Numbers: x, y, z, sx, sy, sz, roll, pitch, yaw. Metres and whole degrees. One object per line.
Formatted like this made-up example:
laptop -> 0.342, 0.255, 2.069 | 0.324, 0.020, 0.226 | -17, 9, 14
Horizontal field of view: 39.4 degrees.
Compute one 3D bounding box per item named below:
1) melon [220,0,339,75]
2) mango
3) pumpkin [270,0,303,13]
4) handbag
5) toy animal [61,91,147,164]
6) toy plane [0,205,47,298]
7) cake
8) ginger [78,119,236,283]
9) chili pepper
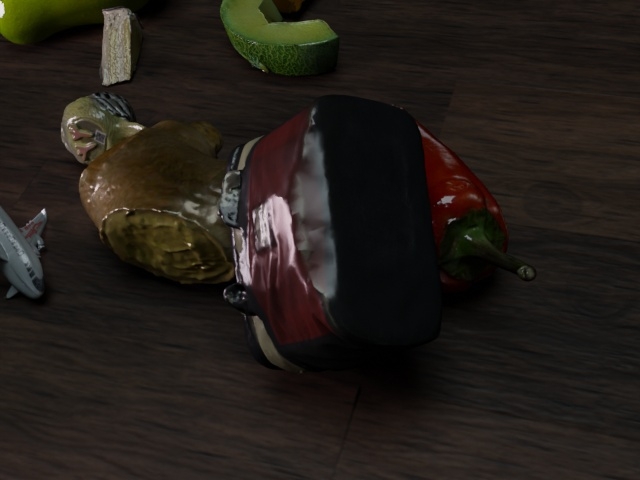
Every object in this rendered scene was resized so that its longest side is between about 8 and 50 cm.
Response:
melon -> -0.068, -0.295, 1.279 | 0.118, 0.064, 0.209 | -27, 48, -15
mango -> -0.369, -0.405, 1.360 | 0.293, 0.175, 0.143 | -28, 9, -2
pumpkin -> -0.050, -0.380, 1.358 | 0.074, 0.054, 0.083 | 8, 58, 37
handbag -> 0.000, 0.000, 0.860 | 0.181, 0.181, 0.254 | 2, 75, -38
toy animal -> -0.263, -0.146, 1.144 | 0.137, 0.098, 0.098 | -4, 46, 22
toy plane -> -0.368, -0.002, 1.032 | 0.065, 0.162, 0.171 | -34, 75, 24
cake -> -0.291, -0.275, 1.313 | 0.052, 0.065, 0.121 | -4, 70, 5
ginger -> -0.150, -0.054, 1.028 | 0.276, 0.130, 0.221 | 9, 41, 8
chili pepper -> 0.128, -0.016, 0.949 | 0.135, 0.131, 0.338 | -5, 36, -35
